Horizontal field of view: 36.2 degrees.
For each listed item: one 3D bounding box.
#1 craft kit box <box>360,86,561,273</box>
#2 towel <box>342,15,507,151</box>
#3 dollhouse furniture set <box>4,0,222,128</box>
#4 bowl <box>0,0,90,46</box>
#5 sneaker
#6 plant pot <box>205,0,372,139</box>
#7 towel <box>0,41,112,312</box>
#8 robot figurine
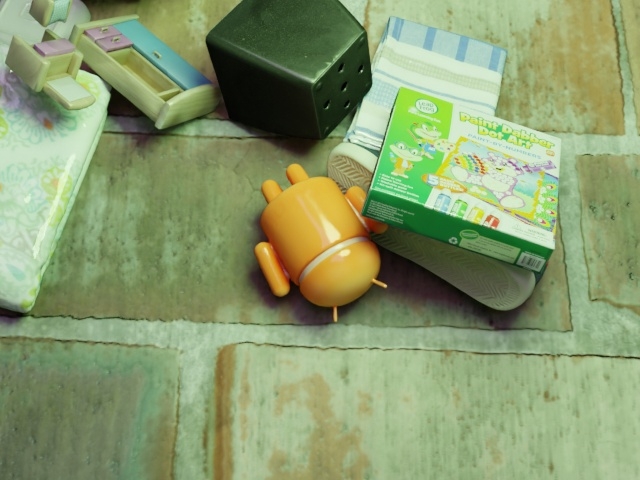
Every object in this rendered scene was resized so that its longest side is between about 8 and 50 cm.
[{"bbox_3d":[0.200,-0.089,1.334,0.249,0.061,0.247,18,40,0],"label":"craft kit box"},{"bbox_3d":[0.169,-0.223,1.499,0.209,0.034,0.285,17,56,3],"label":"towel"},{"bbox_3d":[-0.229,-0.334,1.356,0.198,0.303,0.286,39,33,13],"label":"dollhouse furniture set"},{"bbox_3d":[-0.444,-0.340,1.522,0.142,0.053,0.142,18,66,5],"label":"bowl"},{"bbox_3d":[0.174,-0.046,1.410,0.350,0.131,0.148,36,53,13],"label":"sneaker"},{"bbox_3d":[-0.028,-0.258,1.424,0.167,0.187,0.188,31,67,23],"label":"plant pot"},{"bbox_3d":[-0.497,-0.118,1.372,0.320,0.090,0.374,19,66,-7],"label":"towel"},{"bbox_3d":[-0.002,0.001,1.365,0.158,0.128,0.219,-19,66,-34],"label":"robot figurine"}]
